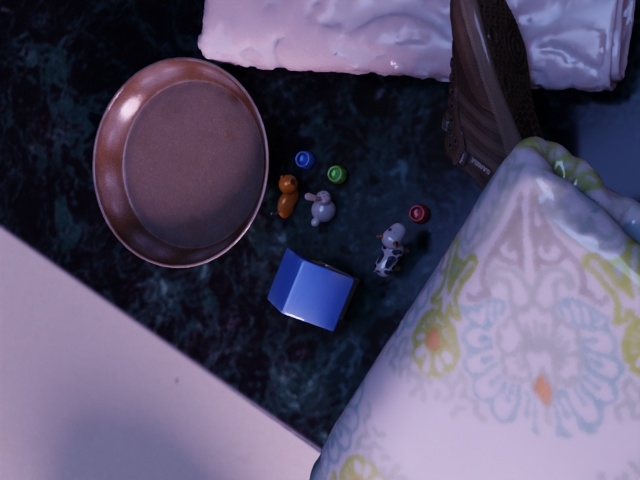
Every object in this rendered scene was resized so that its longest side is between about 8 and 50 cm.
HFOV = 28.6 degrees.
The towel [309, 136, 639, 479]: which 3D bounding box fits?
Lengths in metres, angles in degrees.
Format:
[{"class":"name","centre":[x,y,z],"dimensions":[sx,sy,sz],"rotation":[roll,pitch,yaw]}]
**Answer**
[{"class":"towel","centre":[0.187,0.170,0.774],"dimensions":[0.374,0.090,0.320],"rotation":[43,123,19]}]

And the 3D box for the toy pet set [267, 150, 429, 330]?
[{"class":"toy pet set","centre":[0.000,0.000,0.941],"dimensions":[0.122,0.065,0.114],"rotation":[25,96,26]}]

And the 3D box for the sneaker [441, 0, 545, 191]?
[{"class":"sneaker","centre":[0.109,-0.085,0.864],"dimensions":[0.071,0.066,0.188],"rotation":[-9,109,31]}]

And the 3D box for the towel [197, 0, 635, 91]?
[{"class":"towel","centre":[0.080,-0.276,0.938],"dimensions":[0.331,0.053,0.317],"rotation":[7,87,25]}]

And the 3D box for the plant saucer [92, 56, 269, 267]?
[{"class":"plant saucer","centre":[-0.109,-0.062,1.013],"dimensions":[0.168,0.029,0.168],"rotation":[0,91,28]}]
